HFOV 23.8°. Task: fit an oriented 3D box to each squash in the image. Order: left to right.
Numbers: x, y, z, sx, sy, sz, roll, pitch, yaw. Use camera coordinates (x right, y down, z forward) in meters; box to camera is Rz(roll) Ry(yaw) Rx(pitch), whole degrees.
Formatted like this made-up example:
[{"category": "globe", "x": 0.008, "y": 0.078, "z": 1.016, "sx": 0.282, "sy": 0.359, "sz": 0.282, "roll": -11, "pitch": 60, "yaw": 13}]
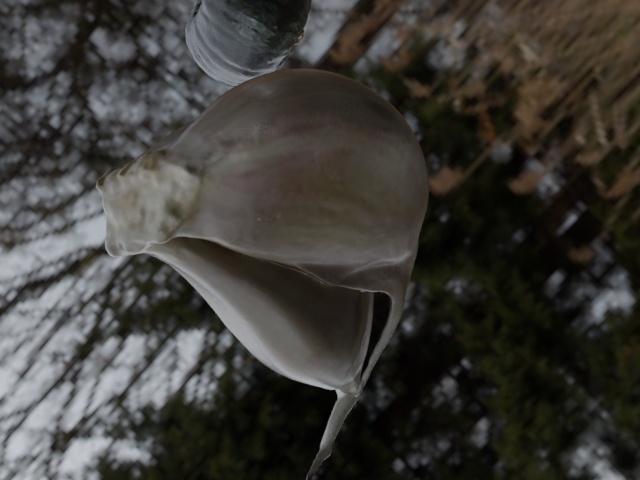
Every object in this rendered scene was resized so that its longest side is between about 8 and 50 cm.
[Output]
[{"category": "squash", "x": -0.089, "y": -0.282, "z": 1.869, "sx": 0.156, "sy": 0.193, "sz": 0.193, "roll": 20, "pitch": -155, "yaw": -35}]

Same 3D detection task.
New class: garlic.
[{"category": "garlic", "x": 0.000, "y": 0.000, "z": 1.319, "sx": 0.340, "sy": 0.231, "sz": 0.246, "roll": 54, "pitch": -146, "yaw": -26}]
